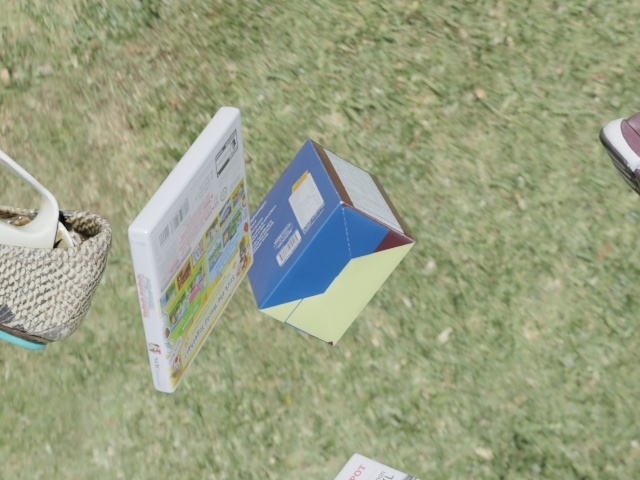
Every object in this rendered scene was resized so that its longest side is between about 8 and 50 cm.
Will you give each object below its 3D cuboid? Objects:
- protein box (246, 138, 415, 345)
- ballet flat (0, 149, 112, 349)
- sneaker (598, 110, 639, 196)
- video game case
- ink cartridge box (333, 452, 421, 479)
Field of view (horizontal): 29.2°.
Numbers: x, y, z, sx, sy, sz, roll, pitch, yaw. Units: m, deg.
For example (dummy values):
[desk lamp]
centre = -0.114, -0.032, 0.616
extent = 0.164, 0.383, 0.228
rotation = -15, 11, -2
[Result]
[protein box]
centre = 0.000, 0.000, 1.761
extent = 0.136, 0.201, 0.200
rotation = 28, 109, -27
[ballet flat]
centre = -0.389, -0.046, 1.044
extent = 0.483, 0.164, 0.182
rotation = 21, 104, -38
[sneaker]
centre = 0.405, -0.063, 1.176
extent = 0.162, 0.281, 0.106
rotation = -37, 142, 5
[video game case]
centre = -0.126, 0.007, 1.257
extent = 0.026, 0.227, 0.206
rotation = 10, 129, 16
[ink cartridge box]
centre = 0.066, 0.270, 1.103
extent = 0.109, 0.150, 0.063
rotation = -45, 143, -42
